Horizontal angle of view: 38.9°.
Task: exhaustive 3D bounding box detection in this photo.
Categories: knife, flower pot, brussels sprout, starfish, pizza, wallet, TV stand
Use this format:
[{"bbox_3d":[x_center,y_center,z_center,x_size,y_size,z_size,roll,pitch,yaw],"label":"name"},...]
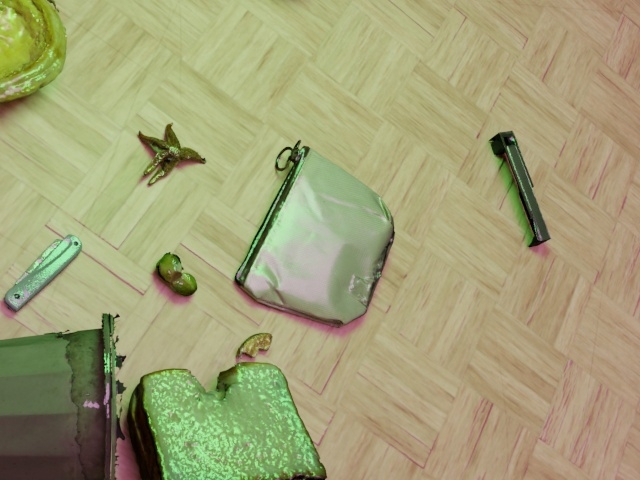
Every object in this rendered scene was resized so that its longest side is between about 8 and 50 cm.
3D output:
[{"bbox_3d":[-0.448,0.048,1.461,0.044,0.023,0.162,45,56,-8],"label":"knife"},{"bbox_3d":[-0.412,0.237,1.275,0.259,0.290,0.290,2,69,-15],"label":"flower pot"},{"bbox_3d":[-0.244,0.060,1.549,0.083,0.046,0.051,45,16,-6],"label":"brussels sprout"},{"bbox_3d":[-0.261,-0.162,1.635,0.130,0.041,0.133,6,68,-27],"label":"starfish"},{"bbox_3d":[-0.115,0.185,1.587,0.083,0.016,0.037,-28,84,-37],"label":"pizza"},{"bbox_3d":[0.000,-0.002,1.698,0.275,0.068,0.335,28,66,-11],"label":"wallet"},{"bbox_3d":[0.435,-0.113,1.977,0.040,0.049,0.256,-10,76,-29],"label":"TV stand"}]

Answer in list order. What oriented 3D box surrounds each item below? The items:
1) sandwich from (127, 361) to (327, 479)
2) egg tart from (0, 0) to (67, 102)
[{"bbox_3d":[-0.158,0.309,1.429,0.273,0.095,0.249,-2,50,-28],"label":"sandwich"},{"bbox_3d":[-0.564,-0.338,1.521,0.279,0.095,0.279,12,60,-21],"label":"egg tart"}]
